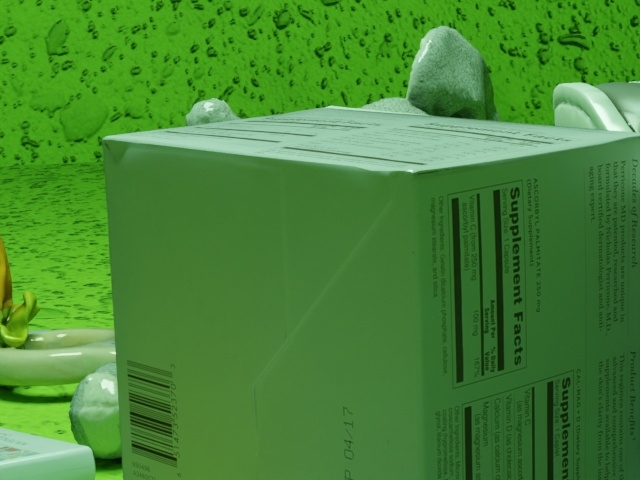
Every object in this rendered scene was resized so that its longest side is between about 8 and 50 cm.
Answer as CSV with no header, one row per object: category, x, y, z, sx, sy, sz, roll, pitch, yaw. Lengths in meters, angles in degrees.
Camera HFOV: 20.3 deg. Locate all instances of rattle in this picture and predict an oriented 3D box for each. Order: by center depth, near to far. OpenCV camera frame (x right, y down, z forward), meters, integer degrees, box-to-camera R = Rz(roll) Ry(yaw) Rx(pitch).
rattle,-0.172,0.050,1.379,0.200,0.142,0.130,-2,-10,31

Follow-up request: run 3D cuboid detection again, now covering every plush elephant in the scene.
plush elephant,0.000,0.000,1.185,0.330,0.255,0.271,12,47,4

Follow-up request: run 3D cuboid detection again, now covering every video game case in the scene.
video game case,-0.279,0.143,1.073,0.227,0.026,0.206,-7,3,-30

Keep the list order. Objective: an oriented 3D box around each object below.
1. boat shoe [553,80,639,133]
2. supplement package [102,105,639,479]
boat shoe,0.184,-0.018,0.809,0.091,0.109,0.305,-19,18,-5
supplement package,0.024,0.080,0.799,0.145,0.261,0.204,-11,14,-41
